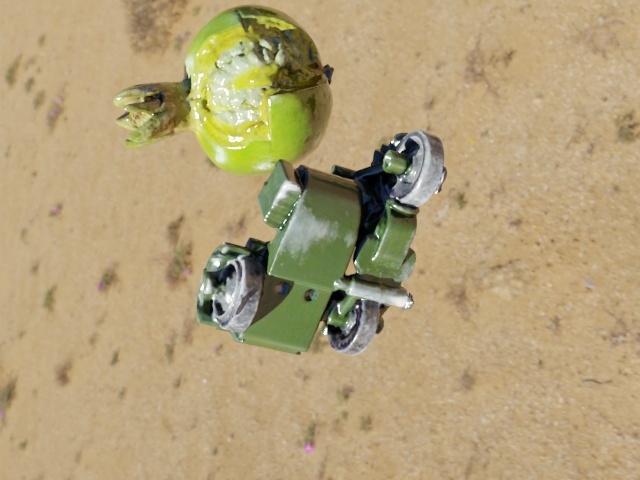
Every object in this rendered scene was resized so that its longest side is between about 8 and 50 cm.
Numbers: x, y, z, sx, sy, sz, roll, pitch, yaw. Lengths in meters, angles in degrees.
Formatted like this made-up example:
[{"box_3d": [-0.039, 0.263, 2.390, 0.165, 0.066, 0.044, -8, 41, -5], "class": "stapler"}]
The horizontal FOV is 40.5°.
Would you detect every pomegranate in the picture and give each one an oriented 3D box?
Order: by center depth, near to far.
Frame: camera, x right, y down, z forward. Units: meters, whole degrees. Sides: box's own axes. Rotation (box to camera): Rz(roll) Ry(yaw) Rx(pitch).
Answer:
[{"box_3d": [-0.128, -0.190, 1.180, 0.236, 0.301, 0.236, 163, 90, -75], "class": "pomegranate"}]

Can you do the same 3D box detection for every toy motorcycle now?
[{"box_3d": [0.000, 0.000, 0.862, 0.275, 0.205, 0.127, -69, 23, 14], "class": "toy motorcycle"}]
